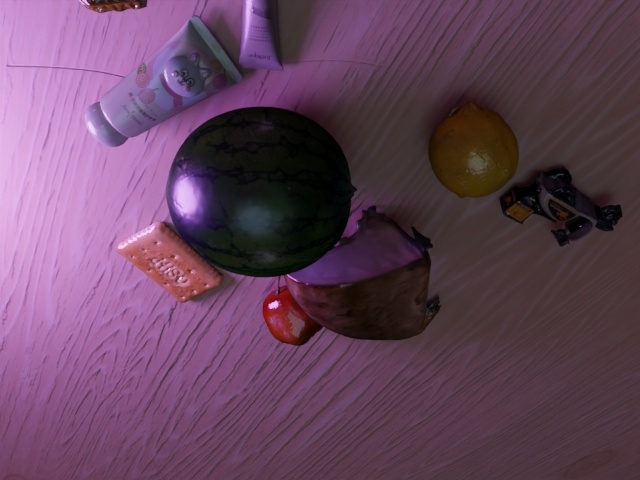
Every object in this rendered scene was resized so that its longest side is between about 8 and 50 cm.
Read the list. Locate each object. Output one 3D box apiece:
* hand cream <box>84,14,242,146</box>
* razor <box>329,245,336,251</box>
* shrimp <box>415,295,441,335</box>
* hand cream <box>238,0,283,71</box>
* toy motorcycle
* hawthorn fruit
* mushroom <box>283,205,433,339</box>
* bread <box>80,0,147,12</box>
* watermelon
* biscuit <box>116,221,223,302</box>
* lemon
[{"bbox_3d":[-0.314,-0.289,1.022,0.305,0.093,0.147,-30,127,12],"label":"hand cream"},{"bbox_3d":[0.000,0.002,1.308,0.191,0.037,0.068,31,123,-25],"label":"razor"},{"bbox_3d":[0.277,0.212,1.507,0.099,0.041,0.180,34,125,-10],"label":"shrimp"},{"bbox_3d":[-0.108,-0.392,0.952,0.087,0.054,0.186,5,138,-1],"label":"hand cream"},{"bbox_3d":[0.567,-0.069,1.229,0.263,0.091,0.157,25,135,-19],"label":"toy motorcycle"},{"bbox_3d":[-0.087,0.177,1.396,0.162,0.163,0.203,-31,111,24],"label":"hawthorn fruit"},{"bbox_3d":[0.091,0.151,1.291,0.313,0.224,0.398,-23,136,-14],"label":"mushroom"},{"bbox_3d":[-0.362,-0.427,0.908,0.110,0.060,0.066,-3,161,3],"label":"bread"},{"bbox_3d":[-0.110,-0.092,1.022,0.362,0.363,0.363,-1,132,-1],"label":"watermelon"},{"bbox_3d":[-0.384,0.064,1.358,0.160,0.030,0.250,-26,127,20],"label":"biscuit"},{"bbox_3d":[0.307,-0.180,1.066,0.173,0.173,0.206,-15,118,12],"label":"lemon"}]
